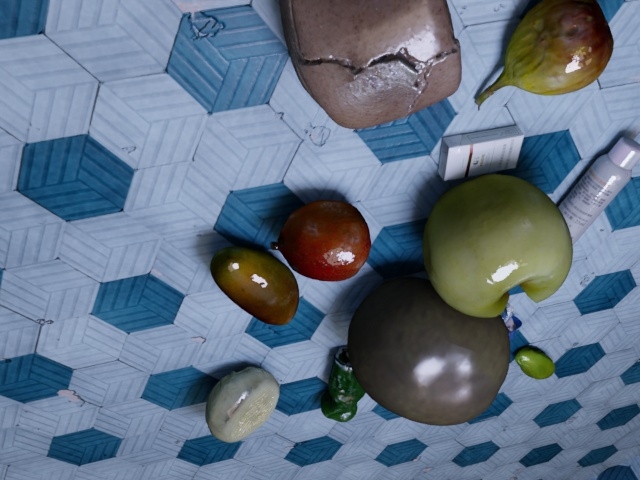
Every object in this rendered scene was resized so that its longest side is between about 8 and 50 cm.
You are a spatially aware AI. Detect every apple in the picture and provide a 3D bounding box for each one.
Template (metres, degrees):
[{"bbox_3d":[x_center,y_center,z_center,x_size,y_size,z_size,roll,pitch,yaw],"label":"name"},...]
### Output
[{"bbox_3d":[0.345,0.010,1.245,0.292,0.254,0.292,-14,152,-8],"label":"apple"}]

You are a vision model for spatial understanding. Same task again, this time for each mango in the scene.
[{"bbox_3d":[0.634,0.367,1.855,0.165,0.074,0.091,25,124,-37],"label":"mango"},{"bbox_3d":[-0.125,0.086,1.274,0.133,0.111,0.267,-17,141,21],"label":"mango"}]

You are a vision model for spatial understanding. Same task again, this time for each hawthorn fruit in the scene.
[{"bbox_3d":[0.000,0.000,1.197,0.188,0.169,0.169,4,133,-17],"label":"hawthorn fruit"}]

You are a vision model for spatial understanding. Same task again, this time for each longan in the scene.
[{"bbox_3d":[0.239,0.242,1.403,0.361,0.360,0.360,-10,136,-10],"label":"longan"}]

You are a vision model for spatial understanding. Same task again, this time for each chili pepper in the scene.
[{"bbox_3d":[0.069,0.392,1.671,0.136,0.099,0.270,-19,138,-38],"label":"chili pepper"}]

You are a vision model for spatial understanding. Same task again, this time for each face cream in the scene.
[{"bbox_3d":[0.592,-0.103,1.353,0.082,0.081,0.269,7,132,-25],"label":"face cream"}]

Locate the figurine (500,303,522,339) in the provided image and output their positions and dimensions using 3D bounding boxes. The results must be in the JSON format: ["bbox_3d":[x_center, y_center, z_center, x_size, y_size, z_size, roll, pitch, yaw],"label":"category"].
[{"bbox_3d":[0.474,0.207,1.638,0.086,0.087,0.149,5,147,31],"label":"figurine"}]

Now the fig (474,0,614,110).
[{"bbox_3d":[0.363,-0.295,1.056,0.159,0.159,0.257,19,145,-33],"label":"fig"}]

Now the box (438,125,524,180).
[{"bbox_3d":[0.311,-0.169,1.218,0.155,0.040,0.083,-10,139,-8],"label":"box"}]

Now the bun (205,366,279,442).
[{"bbox_3d":[-0.206,0.396,1.565,0.222,0.128,0.222,-33,143,-30],"label":"bun"}]

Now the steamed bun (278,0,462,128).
[{"bbox_3d":[0.082,-0.284,0.902,0.252,0.199,0.301,-24,138,7],"label":"steamed bun"}]
